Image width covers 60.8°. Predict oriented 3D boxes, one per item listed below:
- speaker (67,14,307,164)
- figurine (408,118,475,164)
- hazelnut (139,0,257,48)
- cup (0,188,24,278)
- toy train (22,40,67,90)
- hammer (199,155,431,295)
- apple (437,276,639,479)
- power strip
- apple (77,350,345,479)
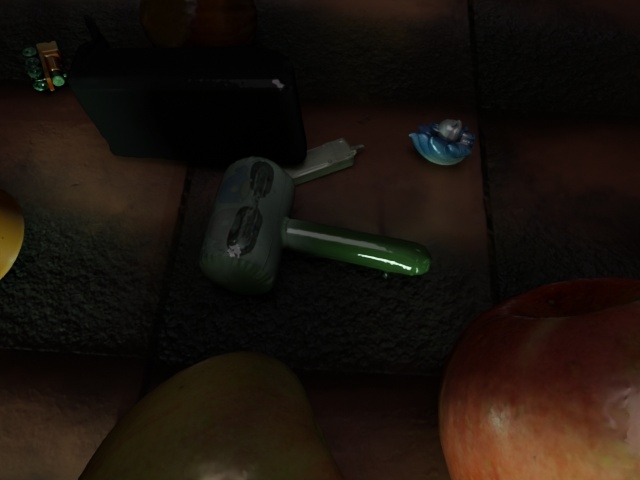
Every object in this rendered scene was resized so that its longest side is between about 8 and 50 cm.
[{"bbox_3d":[-0.210,-0.248,0.878,0.388,0.180,0.184,5,60,9],"label":"speaker"},{"bbox_3d":[0.200,-0.169,0.910,0.114,0.079,0.114,9,38,-7],"label":"figurine"},{"bbox_3d":[-0.222,-0.408,0.985,0.186,0.210,0.210,-10,61,20],"label":"hazelnut"},{"bbox_3d":[-0.575,-0.031,0.741,0.226,0.264,0.182,-3,70,10],"label":"cup"},{"bbox_3d":[-0.505,-0.319,1.003,0.064,0.044,0.103,-16,63,-21],"label":"toy train"},{"bbox_3d":[0.000,0.000,0.813,0.335,0.119,0.206,12,63,-2],"label":"hammer"},{"bbox_3d":[0.306,0.214,0.566,0.364,0.364,0.364,0,63,-1],"label":"apple"},{"bbox_3d":[-0.013,-0.129,0.914,0.191,0.030,0.047,-20,63,-11],"label":"power strip"},{"bbox_3d":[-0.104,0.290,0.546,0.277,0.319,0.319,-25,66,-7],"label":"apple"}]
